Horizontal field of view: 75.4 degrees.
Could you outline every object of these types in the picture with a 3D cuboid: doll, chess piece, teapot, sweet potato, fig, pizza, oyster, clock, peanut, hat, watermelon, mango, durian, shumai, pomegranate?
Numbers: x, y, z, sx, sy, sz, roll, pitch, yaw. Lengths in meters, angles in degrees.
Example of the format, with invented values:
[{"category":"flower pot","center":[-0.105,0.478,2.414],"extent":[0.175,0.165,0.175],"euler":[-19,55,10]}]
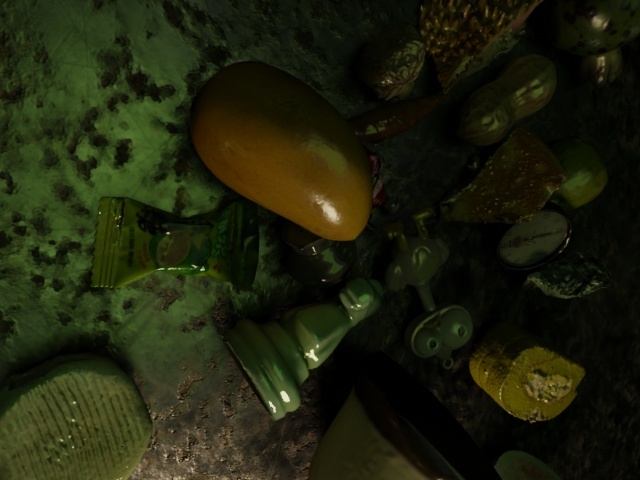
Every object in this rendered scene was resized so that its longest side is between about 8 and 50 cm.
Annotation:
[{"category":"doll","center":[0.223,0.115,0.870],"extent":[0.160,0.094,0.365],"euler":[-27,106,-19]},{"category":"chess piece","center":[-0.003,0.152,0.718],"extent":[0.298,0.175,0.176],"euler":[-31,108,-23]},{"category":"teapot","center":[0.000,0.000,0.730],"extent":[0.166,0.130,0.119],"euler":[-68,147,-41]},{"category":"sweet potato","center":[0.135,-0.229,0.800],"extent":[0.314,0.066,0.072],"euler":[-23,69,-22]},{"category":"fig","center":[0.568,-0.147,0.975],"extent":[0.233,0.167,0.167],"euler":[-31,109,-34]},{"category":"pizza","center":[0.393,-0.113,0.909],"extent":[0.297,0.071,0.189],"euler":[-40,72,-9]},{"category":"oyster","center":[0.613,0.083,1.045],"extent":[0.252,0.199,0.087],"euler":[1,113,4]},{"category":"clock","center":[0.489,-0.007,0.963],"extent":[0.184,0.040,0.184],"euler":[-4,128,-5]},{"category":"peanut","center":[0.403,-0.300,0.891],"extent":[0.298,0.136,0.120],"euler":[-40,111,-16]},{"category":"hat","center":[0.082,-0.098,0.770],"extent":[0.227,0.140,0.129],"euler":[25,95,-55]},{"category":"watermelon","center":[0.457,0.650,1.033],"extent":[0.321,0.188,0.175],"euler":[7,137,-33]},{"category":"mango","center":[-0.052,-0.128,0.609],"extent":[0.317,0.211,0.173],"euler":[38,59,8]},{"category":"durian","center":[0.310,-0.465,0.853],"extent":[0.305,0.185,0.196],"euler":[-37,87,-11]},{"category":"shumai","center":[0.139,-0.317,0.773],"extent":[0.145,0.145,0.116],"euler":[-56,134,-11]},{"category":"pomegranate","center":[0.635,-0.506,0.959],"extent":[0.242,0.242,0.306],"euler":[-21,136,-23]}]

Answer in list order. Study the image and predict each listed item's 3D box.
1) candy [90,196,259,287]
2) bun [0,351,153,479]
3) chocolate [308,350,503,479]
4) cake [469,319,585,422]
[{"category":"candy","center":[-0.220,0.002,0.651],"extent":[0.246,0.069,0.149],"euler":[1,100,-31]},{"category":"bun","center":[-0.357,0.269,0.590],"extent":[0.221,0.108,0.221],"euler":[-1,92,-34]},{"category":"chocolate","center":[0.120,0.418,0.743],"extent":[0.297,0.314,0.326],"euler":[-44,78,3]},{"category":"cake","center":[0.492,0.318,0.994],"extent":[0.260,0.156,0.179],"euler":[27,99,-21]}]
